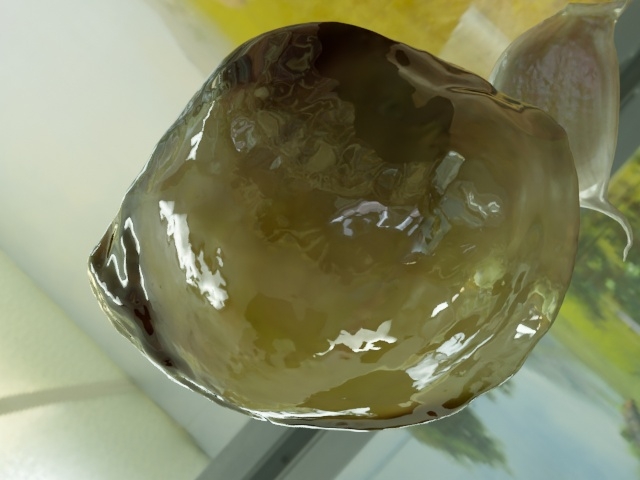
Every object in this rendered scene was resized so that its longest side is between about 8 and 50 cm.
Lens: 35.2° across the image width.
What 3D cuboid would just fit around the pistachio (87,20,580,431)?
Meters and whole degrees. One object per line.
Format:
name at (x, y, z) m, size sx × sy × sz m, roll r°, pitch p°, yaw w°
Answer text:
pistachio at (0.000, 0.000, 0.405) m, size 0.165 × 0.210 × 0.130 m, roll 70°, pitch -161°, yaw -5°

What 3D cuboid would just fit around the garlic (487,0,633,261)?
garlic at (0.248, -0.106, 1.059) m, size 0.148 × 0.128 × 0.267 m, roll 174°, pitch 86°, yaw -77°
